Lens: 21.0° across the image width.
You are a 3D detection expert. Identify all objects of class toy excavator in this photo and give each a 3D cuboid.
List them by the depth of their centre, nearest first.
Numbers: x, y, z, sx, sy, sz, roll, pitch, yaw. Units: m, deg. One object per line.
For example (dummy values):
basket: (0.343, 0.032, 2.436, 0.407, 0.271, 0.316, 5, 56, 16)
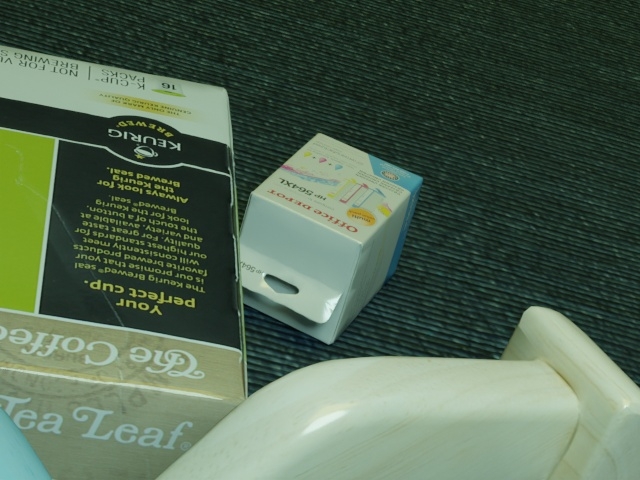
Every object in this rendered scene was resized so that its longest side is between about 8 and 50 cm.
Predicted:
toy excavator: (-0.101, 0.151, 0.677, 0.433, 0.445, 0.222, 39, 8, -46)

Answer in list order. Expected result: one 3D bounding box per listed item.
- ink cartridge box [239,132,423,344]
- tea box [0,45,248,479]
ink cartridge box: (0.000, 0.000, 1.248, 0.092, 0.090, 0.143, 24, 31, 12)
tea box: (-0.224, 0.050, 0.932, 0.329, 0.220, 0.323, 10, 30, -10)
